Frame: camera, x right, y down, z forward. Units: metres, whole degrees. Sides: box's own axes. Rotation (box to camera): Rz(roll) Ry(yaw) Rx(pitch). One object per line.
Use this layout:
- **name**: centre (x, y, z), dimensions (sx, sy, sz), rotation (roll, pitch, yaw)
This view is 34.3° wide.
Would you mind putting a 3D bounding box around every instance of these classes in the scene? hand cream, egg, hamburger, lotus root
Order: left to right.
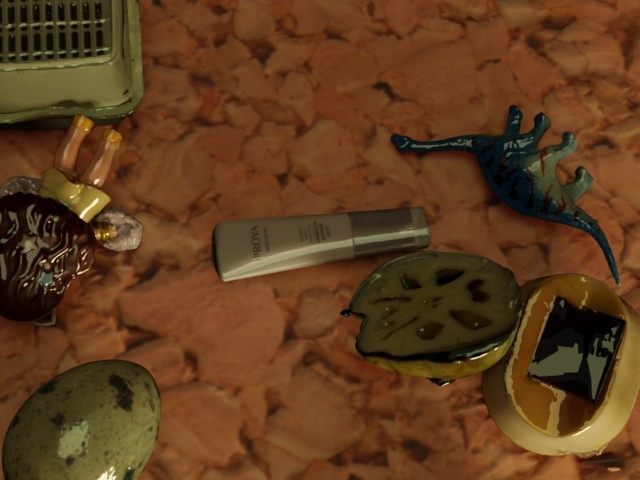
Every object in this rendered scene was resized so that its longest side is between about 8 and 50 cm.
- **egg**: centre (-0.239, 0.200, 1.058), dimensions (0.141, 0.141, 0.182), rotation (36, 68, 8)
- **hand cream**: centre (0.000, 0.000, 1.214), dimensions (0.255, 0.048, 0.079), rotation (-6, 54, -7)
- **lotus root**: centre (0.130, 0.095, 1.153), dimensions (0.203, 0.078, 0.183), rotation (4, 39, 28)
- **hamburger**: centre (0.273, 0.138, 1.161), dimensions (0.173, 0.116, 0.210), rotation (16, 71, 9)

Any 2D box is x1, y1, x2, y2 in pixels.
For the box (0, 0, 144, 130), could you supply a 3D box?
- **box**: centre (-0.325, -0.274, 1.226), dimensions (0.220, 0.166, 0.291), rotation (-4, 69, -8)

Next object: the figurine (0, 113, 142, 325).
- **figurine**: centre (-0.297, -0.020, 1.155), dimensions (0.174, 0.116, 0.240), rotation (23, 67, 3)

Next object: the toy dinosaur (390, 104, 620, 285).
- **toy dinosaur**: centre (0.257, -0.091, 1.268), dimensions (0.329, 0.076, 0.144), rotation (33, 75, 10)
